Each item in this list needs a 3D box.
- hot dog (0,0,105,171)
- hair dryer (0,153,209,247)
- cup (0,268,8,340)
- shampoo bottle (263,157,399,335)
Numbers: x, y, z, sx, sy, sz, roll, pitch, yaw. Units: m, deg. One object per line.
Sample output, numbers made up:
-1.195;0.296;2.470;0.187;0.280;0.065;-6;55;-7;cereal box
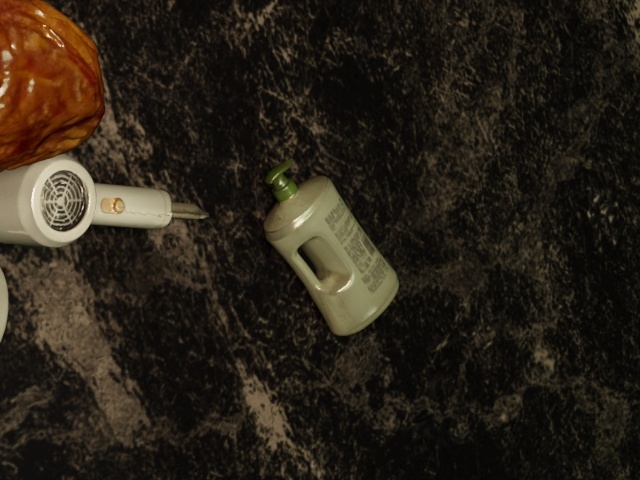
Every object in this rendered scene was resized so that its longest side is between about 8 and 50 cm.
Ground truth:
-0.406;-0.132;1.757;0.387;0.267;0.174;-21;78;-36;hot dog
-0.252;-0.045;2.048;0.357;0.173;0.108;2;94;-47;hair dryer
-0.473;0.028;1.897;0.234;0.186;0.258;11;60;-43;cup
0.000;0.000;2.250;0.118;0.087;0.234;-46;117;-23;shampoo bottle
